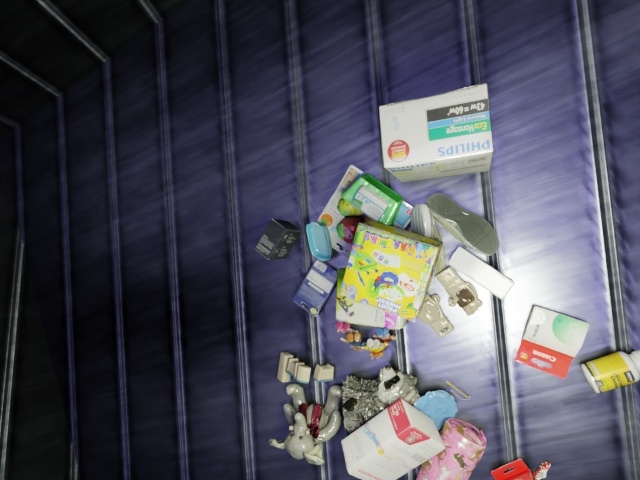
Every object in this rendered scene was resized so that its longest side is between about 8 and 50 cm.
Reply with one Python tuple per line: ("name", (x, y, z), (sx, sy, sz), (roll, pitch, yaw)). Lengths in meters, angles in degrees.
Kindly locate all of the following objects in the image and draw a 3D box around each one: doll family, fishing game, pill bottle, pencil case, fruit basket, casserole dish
("doll family", (0.174, 0.416, 1.679), (0.262, 0.163, 0.119), (7, 69, 17))
("fishing game", (0.440, 0.658, 1.603), (0.189, 0.041, 0.264), (34, 102, -15))
("pill bottle", (0.998, 0.437, 1.388), (0.184, 0.103, 0.103), (-28, 79, 18))
("pencil case", (0.479, 0.868, 1.549), (0.160, 0.167, 0.387), (32, 102, 55))
("fruit basket", (0.163, -0.076, 1.687), (0.327, 0.165, 0.353), (37, 112, 8))
("casserole dish", (0.000, 0.000, 1.757), (0.114, 0.037, 0.189), (12, 126, 37))

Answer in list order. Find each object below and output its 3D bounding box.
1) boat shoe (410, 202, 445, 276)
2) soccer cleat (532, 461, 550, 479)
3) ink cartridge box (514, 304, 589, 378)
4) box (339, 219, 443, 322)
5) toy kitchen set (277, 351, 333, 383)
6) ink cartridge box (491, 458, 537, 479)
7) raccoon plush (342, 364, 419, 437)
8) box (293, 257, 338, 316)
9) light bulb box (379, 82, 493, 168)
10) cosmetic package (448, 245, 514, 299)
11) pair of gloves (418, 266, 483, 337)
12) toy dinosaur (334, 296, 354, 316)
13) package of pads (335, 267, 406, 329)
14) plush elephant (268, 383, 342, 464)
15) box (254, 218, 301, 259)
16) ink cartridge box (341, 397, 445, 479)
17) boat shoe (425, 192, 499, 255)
("boat shoe", (0.421, -0.003, 1.598), (0.093, 0.109, 0.303), (-15, 108, -16))
("soccer cleat", (0.809, 0.840, 1.492), (0.035, 0.029, 0.083), (38, 105, 9))
("ink cartridge box", (0.829, 0.368, 1.483), (0.180, 0.056, 0.225), (18, 93, 21))
("box", (0.258, 0.101, 1.502), (0.289, 0.177, 0.280), (19, 103, 19))
("toy kitchen set", (-0.067, 0.584, 1.816), (0.207, 0.165, 0.122), (12, 93, 57))
("ink cartridge box", (0.736, 0.925, 1.473), (0.134, 0.078, 0.231), (-36, 86, 17))
("raccoon plush", (0.250, 0.703, 1.671), (0.298, 0.216, 0.447), (-4, 118, 6))
("box", (-0.015, 0.206, 1.816), (0.136, 0.036, 0.226), (33, 99, 19))
("light bulb box", (0.426, -0.363, 1.490), (0.357, 0.361, 0.226), (-6, 87, 20))
("cosmetic package", (0.600, 0.117, 1.542), (0.231, 0.117, 0.086), (34, 102, 17))
("pair of gloves", (0.491, 0.241, 1.612), (0.204, 0.042, 0.240), (45, 110, 5))
("toy dinosaur", (0.105, 0.270, 1.672), (0.090, 0.047, 0.082), (-1, 107, 61))
("package of pads", (0.210, 0.238, 1.690), (0.296, 0.101, 0.230), (4, 93, 24))
("plush elephant", (-0.063, 0.780, 1.703), (0.271, 0.255, 0.331), (2, 90, 21))
("box", (-0.187, -0.004, 1.825), (0.093, 0.156, 0.158), (36, 101, 19))
("ink cartridge box", (0.264, 0.754, 1.521), (0.306, 0.131, 0.226), (-40, 120, 16))
("boat shoe", (0.541, -0.058, 1.588), (0.320, 0.103, 0.118), (38, 82, 12))
